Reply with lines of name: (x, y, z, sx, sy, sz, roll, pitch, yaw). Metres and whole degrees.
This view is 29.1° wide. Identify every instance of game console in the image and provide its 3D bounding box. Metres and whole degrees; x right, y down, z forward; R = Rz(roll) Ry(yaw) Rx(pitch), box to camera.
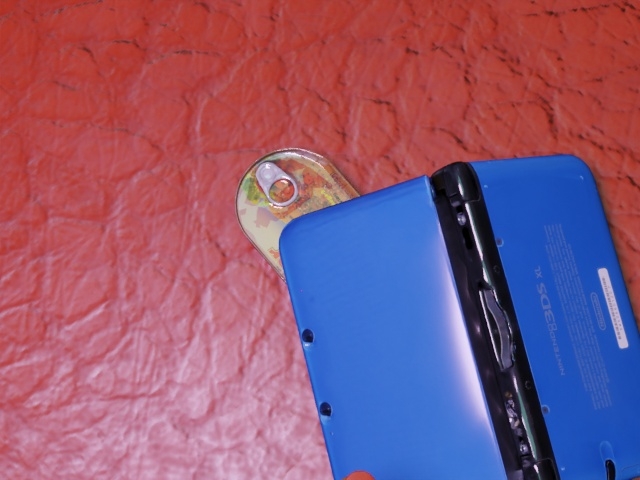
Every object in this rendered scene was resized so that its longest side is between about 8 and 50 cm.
game console: (0.135, 0.090, 1.089, 0.250, 0.173, 0.293, -6, 78, -37)

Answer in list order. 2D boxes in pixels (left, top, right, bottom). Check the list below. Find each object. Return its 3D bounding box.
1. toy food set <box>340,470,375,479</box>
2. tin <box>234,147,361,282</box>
toy food set: (-0.050, 0.257, 0.898, 0.232, 0.104, 0.111, -20, 65, -11)
tin: (0.000, 0.000, 1.139, 0.106, 0.040, 0.190, -38, 77, -11)
